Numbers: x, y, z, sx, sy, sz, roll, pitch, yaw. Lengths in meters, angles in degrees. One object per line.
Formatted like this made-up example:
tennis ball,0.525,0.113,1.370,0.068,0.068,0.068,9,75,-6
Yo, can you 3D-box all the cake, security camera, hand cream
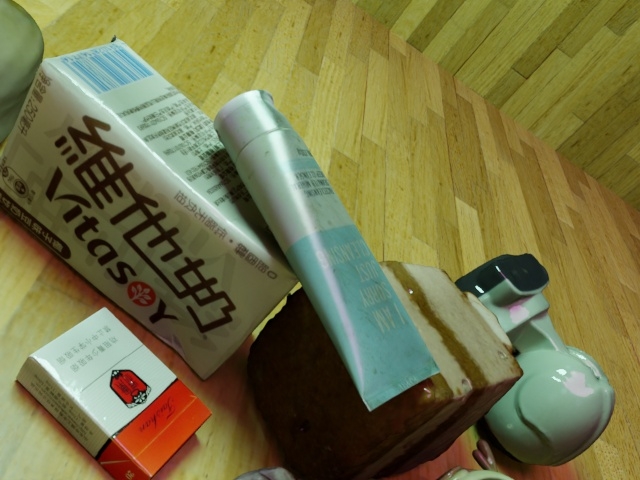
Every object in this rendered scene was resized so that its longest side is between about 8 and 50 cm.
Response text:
cake,0.089,0.145,0.777,0.292,0.199,0.196,5,42,-49
security camera,0.280,0.177,0.937,0.197,0.191,0.277,-7,58,-56
hand cream,0.000,0.000,0.610,0.111,0.070,0.312,-14,66,-49

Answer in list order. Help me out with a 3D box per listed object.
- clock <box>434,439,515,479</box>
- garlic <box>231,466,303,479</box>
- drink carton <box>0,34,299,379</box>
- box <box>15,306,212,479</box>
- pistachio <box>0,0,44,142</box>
clock,0.192,0.359,0.711,0.235,0.096,0.308,40,32,0
garlic,-0.027,0.286,0.512,0.244,0.160,0.245,26,35,-20
drink carton,-0.173,-0.033,0.705,0.324,0.194,0.132,41,34,-1
box,-0.189,0.146,0.619,0.152,0.048,0.100,45,35,2
pistachio,-0.407,-0.171,0.677,0.166,0.197,0.288,5,37,25
